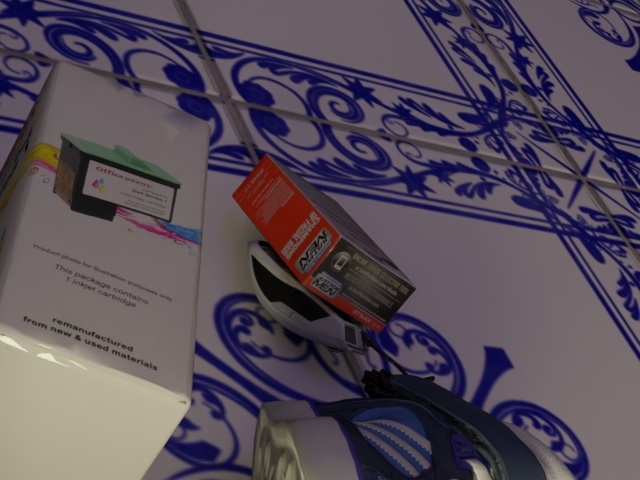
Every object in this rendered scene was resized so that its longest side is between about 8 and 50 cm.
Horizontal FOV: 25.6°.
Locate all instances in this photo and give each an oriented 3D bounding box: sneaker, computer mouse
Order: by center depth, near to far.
[{"bbox_3d":[0.086,0.176,0.872,0.236,0.130,0.323,7,6,-9],"label":"sneaker"},{"bbox_3d":[0.006,0.072,1.142,0.193,0.042,0.106,41,11,18],"label":"computer mouse"}]

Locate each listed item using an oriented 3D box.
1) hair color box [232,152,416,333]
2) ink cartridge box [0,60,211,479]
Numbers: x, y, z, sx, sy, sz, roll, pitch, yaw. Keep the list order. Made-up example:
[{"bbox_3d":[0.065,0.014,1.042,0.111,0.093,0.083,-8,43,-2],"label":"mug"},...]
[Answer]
[{"bbox_3d":[0.000,0.000,1.170,0.093,0.053,0.167,34,7,-34],"label":"hair color box"},{"bbox_3d":[-0.164,0.051,0.863,0.117,0.201,0.278,23,32,-18],"label":"ink cartridge box"}]
